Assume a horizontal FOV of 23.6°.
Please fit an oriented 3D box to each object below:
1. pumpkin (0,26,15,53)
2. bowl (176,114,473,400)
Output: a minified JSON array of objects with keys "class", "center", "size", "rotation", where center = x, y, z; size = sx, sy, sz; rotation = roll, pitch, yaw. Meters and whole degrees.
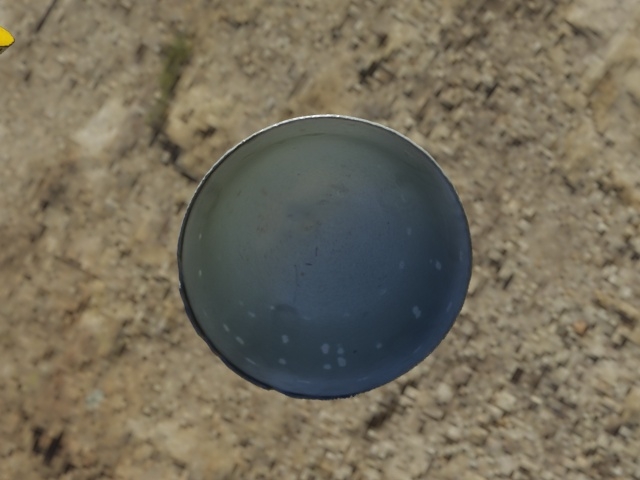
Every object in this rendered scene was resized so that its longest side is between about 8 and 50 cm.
[{"class":"pumpkin","center":[-0.295,-0.164,1.255],"size":[0.050,0.083,0.028],"rotation":[-110,40,-58]},{"class":"bowl","center":[0.000,0.000,1.658],"size":[0.313,0.313,0.146],"rotation":[-52,15,12]}]
